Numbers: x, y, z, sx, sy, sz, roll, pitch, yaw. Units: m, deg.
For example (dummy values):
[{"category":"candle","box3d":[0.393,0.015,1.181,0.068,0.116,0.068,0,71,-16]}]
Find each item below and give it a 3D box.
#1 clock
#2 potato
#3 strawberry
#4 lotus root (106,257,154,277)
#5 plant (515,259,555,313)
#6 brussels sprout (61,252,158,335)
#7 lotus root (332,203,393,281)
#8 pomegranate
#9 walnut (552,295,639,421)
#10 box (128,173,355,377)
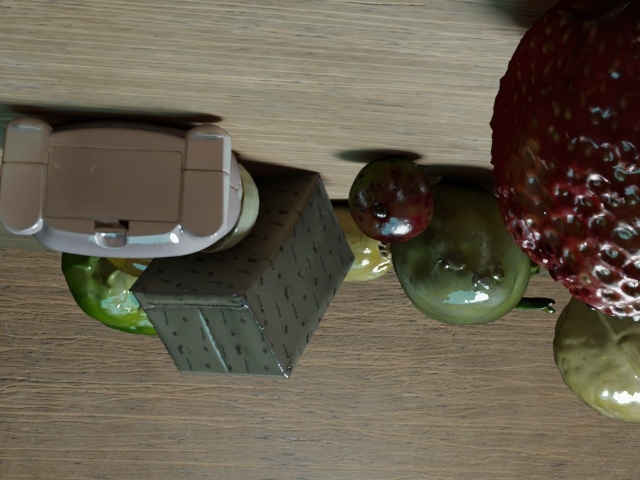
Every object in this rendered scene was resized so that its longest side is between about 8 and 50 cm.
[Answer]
[{"category":"clock","box3d":[-0.258,-0.065,1.274,0.342,0.184,0.326,8,178,-3]},{"category":"potato","box3d":[0.230,0.022,1.522,0.221,0.243,0.326,-25,162,6]},{"category":"strawberry","box3d":[0.244,-0.084,0.703,0.238,0.250,0.288,43,-179,44]},{"category":"lotus root","box3d":[-0.271,-0.011,1.700,0.291,0.193,0.193,7,172,-27]},{"category":"plant","box3d":[0.313,0.038,1.749,0.251,0.180,0.333,-6,-176,10]},{"category":"brussels sprout","box3d":[-0.349,0.059,1.911,0.371,0.276,0.315,7,172,-15]},{"category":"lotus root","box3d":[0.000,0.000,1.857,0.342,0.151,0.169,4,160,31]},{"category":"pomegranate","box3d":[0.115,-0.057,1.357,0.129,0.129,0.159,-2,173,38]},{"category":"walnut","box3d":[0.597,0.160,1.631,0.381,0.381,0.381,2,174,0]},{"category":"box","box3d":[-0.115,0.054,1.488,0.225,0.297,0.190,-2,129,31]}]
